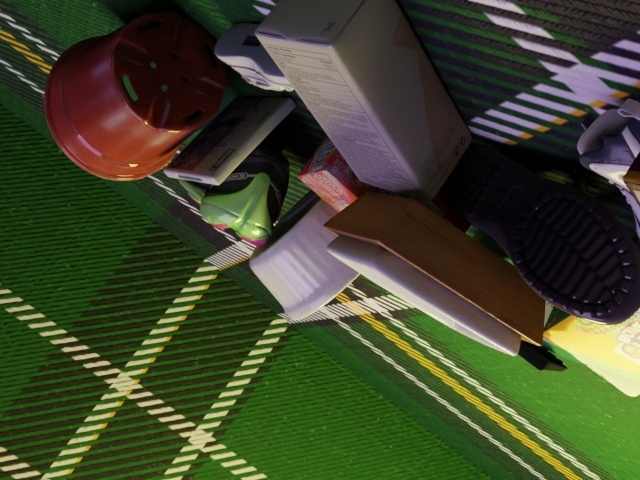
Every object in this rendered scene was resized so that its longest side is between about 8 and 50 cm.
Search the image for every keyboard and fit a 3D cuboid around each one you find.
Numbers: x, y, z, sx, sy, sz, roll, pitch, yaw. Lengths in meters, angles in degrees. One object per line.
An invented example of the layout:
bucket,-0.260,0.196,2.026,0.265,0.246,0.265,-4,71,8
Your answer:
keyboard,0.293,0.135,1.759,0.317,0.033,0.201,38,-166,34

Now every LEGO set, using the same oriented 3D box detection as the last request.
LEGO set,0.357,-0.050,1.311,0.054,0.023,0.083,35,151,-7

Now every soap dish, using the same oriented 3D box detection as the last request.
soap dish,0.166,0.040,1.394,0.291,0.118,0.229,32,176,-18

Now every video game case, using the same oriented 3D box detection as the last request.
video game case,-0.159,-0.175,1.665,0.183,0.201,0.023,13,146,54

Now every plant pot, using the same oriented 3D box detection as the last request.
plant pot,-0.306,-0.259,1.670,0.272,0.272,0.265,41,155,-20

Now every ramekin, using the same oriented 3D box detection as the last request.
ramekin,0.000,0.000,1.738,0.135,0.277,0.277,45,163,-8

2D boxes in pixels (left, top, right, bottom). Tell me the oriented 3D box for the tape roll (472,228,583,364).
tape roll,0.377,0.088,1.559,0.321,0.077,0.321,33,164,11

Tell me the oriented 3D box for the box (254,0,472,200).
box,0.065,-0.201,1.279,0.148,0.121,0.311,21,159,41

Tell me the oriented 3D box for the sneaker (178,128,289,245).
sneaker,-0.143,-0.131,1.840,0.185,0.202,0.483,28,-175,-22

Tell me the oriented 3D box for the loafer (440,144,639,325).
loafer,0.308,-0.011,1.272,0.130,0.134,0.366,27,-164,-39

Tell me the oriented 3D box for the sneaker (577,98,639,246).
sneaker,0.357,-0.081,1.092,0.153,0.094,0.235,37,170,17

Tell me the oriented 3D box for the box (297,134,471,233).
box,0.108,-0.075,1.545,0.257,0.128,0.122,40,163,-18

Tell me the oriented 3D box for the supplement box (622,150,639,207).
supplement box,0.365,-0.089,0.865,0.081,0.188,0.104,17,156,50

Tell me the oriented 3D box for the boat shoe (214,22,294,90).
boat shoe,-0.059,-0.266,1.433,0.084,0.095,0.258,43,174,-38

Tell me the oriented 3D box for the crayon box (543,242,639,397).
crayon box,0.445,0.094,1.287,0.165,0.081,0.278,35,146,-2
